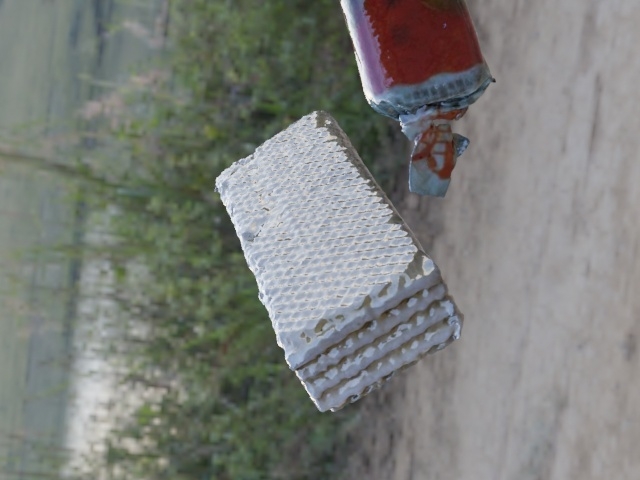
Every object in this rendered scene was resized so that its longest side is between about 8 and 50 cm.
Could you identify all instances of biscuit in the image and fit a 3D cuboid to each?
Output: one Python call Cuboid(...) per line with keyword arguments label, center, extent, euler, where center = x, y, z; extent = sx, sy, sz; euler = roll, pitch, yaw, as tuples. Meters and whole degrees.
Cuboid(label="biscuit", center=(0.000, 0.000, 1.209), extent=(0.078, 0.144, 0.426), euler=(58, -177, -24))

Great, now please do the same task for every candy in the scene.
Cuboid(label="candy", center=(0.053, -0.169, 0.939), extent=(0.059, 0.086, 0.292), euler=(-111, 4, -80))
